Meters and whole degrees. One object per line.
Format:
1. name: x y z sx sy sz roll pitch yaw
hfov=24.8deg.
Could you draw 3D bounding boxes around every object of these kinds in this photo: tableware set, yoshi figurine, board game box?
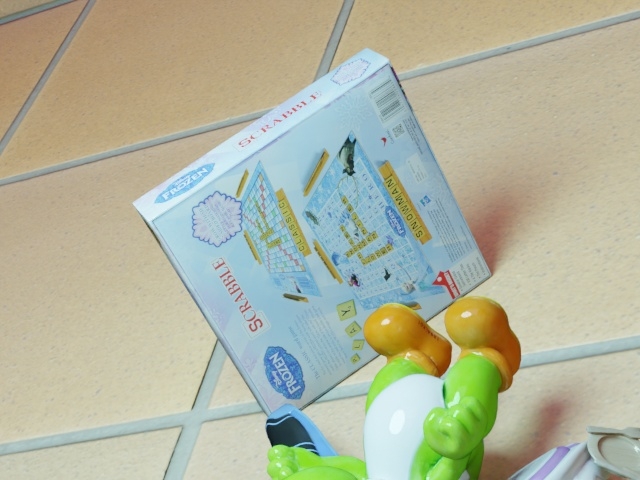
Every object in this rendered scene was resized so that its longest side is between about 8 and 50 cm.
1. tableware set: 0.307 0.227 1.305 0.141 0.020 0.169 15 35 -3
2. yoshi figurine: 0.054 0.203 1.376 0.203 0.204 0.362 20 56 6
3. board game box: 0.000 0.000 1.655 0.318 0.319 0.066 -34 31 -10

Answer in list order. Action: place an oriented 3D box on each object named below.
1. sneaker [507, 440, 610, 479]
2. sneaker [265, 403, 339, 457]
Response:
1. sneaker: 0.209 0.291 1.297 0.114 0.152 0.305 -43 0 32
2. sneaker: -0.021 0.255 1.531 0.090 0.081 0.232 -28 32 -13
